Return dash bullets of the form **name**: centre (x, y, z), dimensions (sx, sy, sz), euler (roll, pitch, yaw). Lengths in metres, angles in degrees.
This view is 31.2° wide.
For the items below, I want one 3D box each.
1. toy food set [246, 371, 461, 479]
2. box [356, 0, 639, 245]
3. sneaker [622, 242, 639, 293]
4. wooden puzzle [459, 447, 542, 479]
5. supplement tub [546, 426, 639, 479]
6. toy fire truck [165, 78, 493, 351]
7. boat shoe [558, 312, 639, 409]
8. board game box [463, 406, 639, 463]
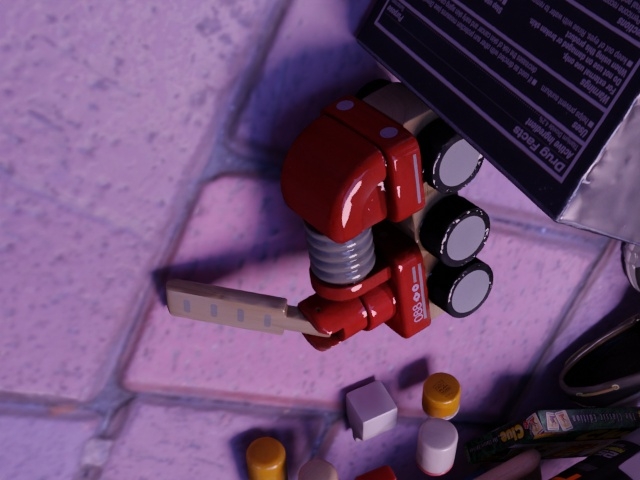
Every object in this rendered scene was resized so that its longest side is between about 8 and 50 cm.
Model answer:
- **toy food set**: centre (0.047, 0.229, 1.174), dimensions (0.232, 0.111, 0.104), euler (-21, 142, -17)
- **box**: centre (0.220, -0.190, 0.845), dimensions (0.183, 0.296, 0.294), euler (15, 114, -38)
- **sneaker**: centre (0.390, -0.005, 1.185), dimensions (0.086, 0.132, 0.229), euler (-16, 128, -20)
- **wooden puzzle**: centre (0.118, 0.391, 1.348), dimensions (0.322, 0.080, 0.348), euler (-25, 138, -10)
- **supplement tub**: centre (0.282, 0.345, 1.194), dimensions (0.338, 0.207, 0.207), euler (-25, 131, -16)
- **toy fire truck**: centre (0.000, 0.000, 0.972), dimensions (0.246, 0.158, 0.217), euler (-30, 133, -22)
- **boat shoe**: centre (0.370, 0.117, 1.268), dimensions (0.228, 0.081, 0.068), euler (-36, 143, 17)
- **board game box**: centre (0.308, 0.224, 1.328), dimensions (0.259, 0.030, 0.136), euler (3, 152, -32)
